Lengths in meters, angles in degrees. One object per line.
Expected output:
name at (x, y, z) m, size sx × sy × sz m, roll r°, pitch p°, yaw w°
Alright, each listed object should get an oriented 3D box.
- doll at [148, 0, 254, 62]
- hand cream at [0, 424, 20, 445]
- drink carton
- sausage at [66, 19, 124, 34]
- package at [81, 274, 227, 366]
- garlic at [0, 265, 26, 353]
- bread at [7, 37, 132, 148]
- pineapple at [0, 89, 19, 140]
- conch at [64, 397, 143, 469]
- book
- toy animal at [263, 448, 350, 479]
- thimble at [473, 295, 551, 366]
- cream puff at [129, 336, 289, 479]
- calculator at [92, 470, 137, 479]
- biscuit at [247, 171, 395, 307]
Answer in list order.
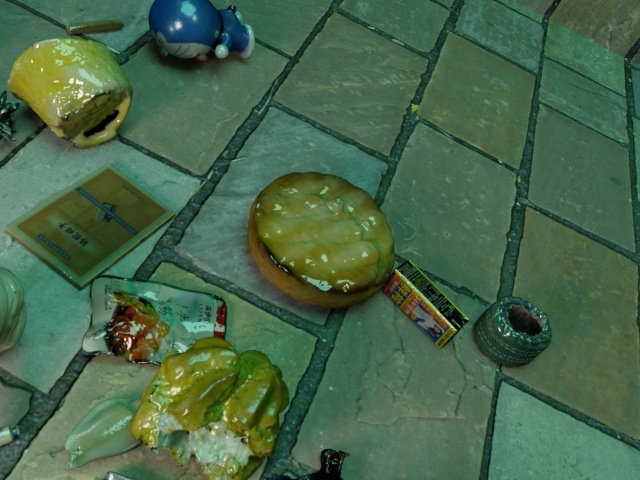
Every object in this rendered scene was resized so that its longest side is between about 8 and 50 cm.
doll at (-0.280, -0.494, 1.537) m, size 0.257 × 0.161 × 0.215 m, roll -1°, pitch 37°, yaw -46°
hand cream at (-0.453, 0.269, 0.869) m, size 0.102 × 0.022 × 0.035 m, roll -15°, pitch 59°, yaw -28°
drink carton at (0.201, 0.121, 1.265) m, size 0.056 × 0.071 × 0.165 m, roll -32°, pitch 71°, yaw -38°
sausage at (-0.511, -0.487, 1.495) m, size 0.132 × 0.024 × 0.024 m, roll -23°, pitch 64°, yaw -37°
package at (-0.264, 0.133, 1.062) m, size 0.232 × 0.040 × 0.166 m, roll 14°, pitch 47°, yaw -16°
garlic at (-0.477, 0.152, 0.862) m, size 0.199 × 0.199 × 0.226 m, roll -15°, pitch 77°, yaw -34°
bread at (-0.463, -0.284, 1.236) m, size 0.197 × 0.197 × 0.170 m, roll -27°, pitch 73°, yaw -39°
pineapple at (-0.655, -0.229, 1.163) m, size 0.221 × 0.083 × 0.103 m, roll 7°, pitch 46°, yaw -20°
conch at (-0.284, 0.254, 0.928) m, size 0.180 × 0.065 × 0.088 m, roll -27°, pitch 67°, yaw -37°
book at (-0.397, -0.035, 1.158) m, size 0.170 × 0.018 × 0.241 m, roll 36°, pitch 46°, yaw 7°
toy animal at (0.015, 0.366, 0.984) m, size 0.220 × 0.062 × 0.107 m, roll 14°, pitch 65°, yaw -15°
thimble at (0.378, 0.178, 1.285) m, size 0.135 × 0.090 × 0.118 m, roll 20°, pitch 48°, yaw -11°
cream puff at (-0.134, 0.225, 0.923) m, size 0.221 × 0.195 × 0.194 m, roll 39°, pitch 38°, yaw -31°
calculator at (-0.195, 0.417, 0.856) m, size 0.274 × 0.028 × 0.165 m, roll 24°, pitch 42°, yaw -7°
biscuit at (0.000, 0.000, 1.257) m, size 0.296 × 0.102 × 0.296 m, roll 12°, pitch 51°, yaw -16°
